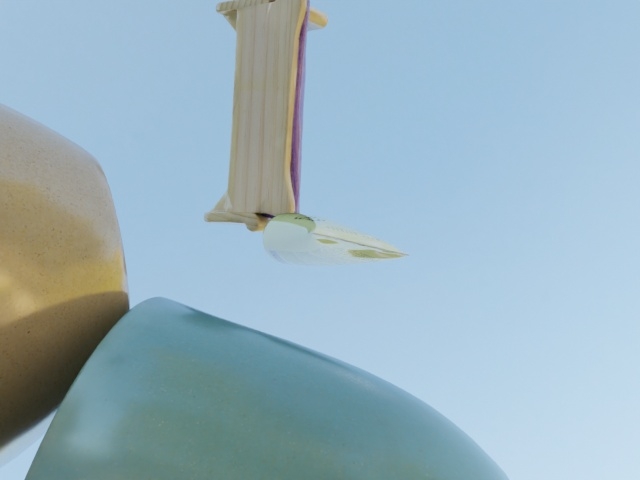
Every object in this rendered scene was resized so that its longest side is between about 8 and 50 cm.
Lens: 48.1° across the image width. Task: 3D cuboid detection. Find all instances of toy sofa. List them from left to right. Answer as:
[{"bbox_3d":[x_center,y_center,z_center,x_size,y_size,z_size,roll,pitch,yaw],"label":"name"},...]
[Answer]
[{"bbox_3d":[-0.061,-0.192,1.116,0.150,0.177,0.363,3,-91,-54],"label":"toy sofa"}]

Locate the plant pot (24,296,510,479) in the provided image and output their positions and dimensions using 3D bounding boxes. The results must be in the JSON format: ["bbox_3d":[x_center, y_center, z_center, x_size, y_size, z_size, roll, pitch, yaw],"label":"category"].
[{"bbox_3d":[-0.020,0.201,0.421,0.235,0.293,0.293,12,-56,6],"label":"plant pot"}]

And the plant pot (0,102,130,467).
[{"bbox_3d":[-0.228,0.022,0.446,0.190,0.284,0.284,-10,-52,-25],"label":"plant pot"}]

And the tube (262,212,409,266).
[{"bbox_3d":[0.000,0.000,0.732,0.070,0.240,0.062,-30,-80,-15],"label":"tube"}]
